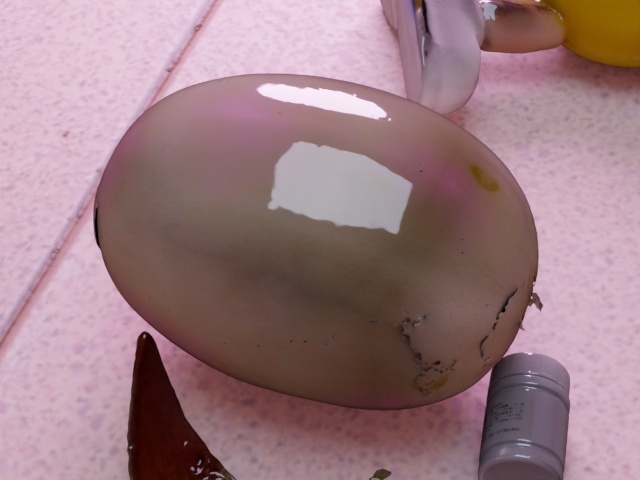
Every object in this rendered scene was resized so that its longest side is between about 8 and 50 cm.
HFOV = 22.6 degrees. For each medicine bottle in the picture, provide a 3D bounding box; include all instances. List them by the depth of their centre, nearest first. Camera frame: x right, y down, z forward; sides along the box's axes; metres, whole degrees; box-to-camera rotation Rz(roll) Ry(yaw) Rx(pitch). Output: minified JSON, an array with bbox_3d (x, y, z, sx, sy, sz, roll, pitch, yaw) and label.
[{"bbox_3d":[0.141,0.129,1.105,0.058,0.058,0.091,8,49,6],"label":"medicine bottle"}]

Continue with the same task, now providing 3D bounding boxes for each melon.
[{"bbox_3d":[0.000,0.000,1.110,0.317,0.223,0.223,18,51,11],"label":"melon"}]

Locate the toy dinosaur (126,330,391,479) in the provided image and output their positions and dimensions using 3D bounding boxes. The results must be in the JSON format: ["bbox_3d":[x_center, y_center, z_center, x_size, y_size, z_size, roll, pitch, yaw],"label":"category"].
[{"bbox_3d":[-0.020,0.194,1.014,0.206,0.113,0.327,-11,48,-9],"label":"toy dinosaur"}]

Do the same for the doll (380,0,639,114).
[{"bbox_3d":[0.245,-0.220,1.360,0.423,0.161,0.348,11,62,11],"label":"doll"}]
